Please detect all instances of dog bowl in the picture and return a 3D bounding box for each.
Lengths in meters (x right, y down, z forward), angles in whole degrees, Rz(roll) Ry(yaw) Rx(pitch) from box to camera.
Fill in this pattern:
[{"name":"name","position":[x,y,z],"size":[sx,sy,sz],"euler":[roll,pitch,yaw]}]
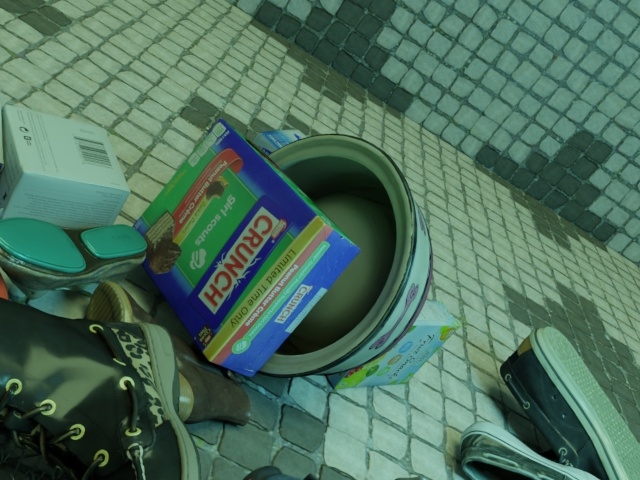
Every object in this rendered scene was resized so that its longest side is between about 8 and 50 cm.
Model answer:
[{"name":"dog bowl","position":[0.004,0.038,1.243],"size":[0.150,0.408,0.408],"euler":[31,21,-51]}]

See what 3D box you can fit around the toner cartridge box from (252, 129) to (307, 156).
[{"name":"toner cartridge box","position":[0.010,-0.102,1.613],"size":[0.348,0.075,0.165],"euler":[44,26,16]}]

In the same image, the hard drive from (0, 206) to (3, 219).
[{"name":"hard drive","position":[-0.525,0.022,0.910],"size":[0.172,0.054,0.255],"euler":[4,26,12]}]

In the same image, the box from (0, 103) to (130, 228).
[{"name":"box","position":[-0.438,-0.109,1.231],"size":[0.182,0.119,0.181],"euler":[9,37,-41]}]

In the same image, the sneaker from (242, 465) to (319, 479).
[{"name":"sneaker","position":[-0.080,0.347,0.888],"size":[0.148,0.131,0.350],"euler":[50,13,30]}]

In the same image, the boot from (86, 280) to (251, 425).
[{"name":"boot","position":[-0.224,0.173,1.102],"size":[0.207,0.090,0.248],"euler":[24,23,-50]}]

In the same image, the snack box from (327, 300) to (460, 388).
[{"name":"snack box","position":[0.127,0.187,1.355],"size":[0.207,0.174,0.070],"euler":[5,41,-45]}]

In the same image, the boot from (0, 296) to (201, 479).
[{"name":"boot","position":[-0.279,0.188,0.749],"size":[0.284,0.138,0.377],"euler":[22,27,-29]}]

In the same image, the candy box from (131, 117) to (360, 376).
[{"name":"candy box","position":[-0.134,0.005,1.177],"size":[0.317,0.268,0.122],"euler":[46,9,36]}]

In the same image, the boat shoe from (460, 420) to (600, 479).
[{"name":"boat shoe","position":[0.389,0.456,1.322],"size":[0.335,0.121,0.119],"euler":[28,33,7]}]

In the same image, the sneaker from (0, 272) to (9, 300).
[{"name":"sneaker","position":[-0.455,0.109,0.892],"size":[0.145,0.090,0.270],"euler":[10,39,-45]}]

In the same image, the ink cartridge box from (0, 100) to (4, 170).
[{"name":"ink cartridge box","position":[-0.621,-0.205,1.072],"size":[0.324,0.071,0.330],"euler":[20,45,-49]}]

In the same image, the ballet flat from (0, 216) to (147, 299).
[{"name":"ballet flat","position":[-0.371,0.035,1.069],"size":[0.107,0.106,0.316],"euler":[52,18,18]}]

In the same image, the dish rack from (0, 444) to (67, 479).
[{"name":"dish rack","position":[-0.297,0.295,0.795],"size":[0.271,0.074,0.208],"euler":[3,41,-47]}]

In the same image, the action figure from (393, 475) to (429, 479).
[{"name":"action figure","position":[0.296,0.480,1.089],"size":[0.330,0.178,0.341],"euler":[10,32,-25]}]

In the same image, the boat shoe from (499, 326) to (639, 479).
[{"name":"boat shoe","position":[0.529,0.417,1.492],"size":[0.187,0.156,0.500],"euler":[4,52,-54]}]
